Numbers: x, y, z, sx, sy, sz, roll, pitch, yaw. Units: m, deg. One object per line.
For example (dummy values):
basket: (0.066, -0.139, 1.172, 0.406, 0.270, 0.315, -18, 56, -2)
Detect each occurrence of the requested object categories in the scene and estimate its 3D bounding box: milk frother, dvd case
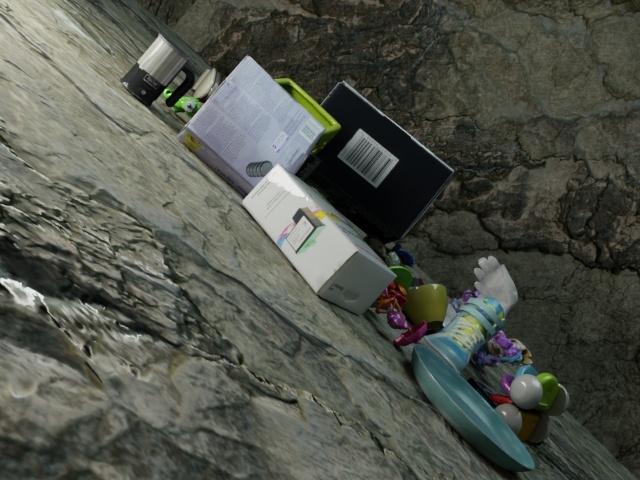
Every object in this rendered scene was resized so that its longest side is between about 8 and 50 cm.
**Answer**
milk frother: (-0.360, -0.376, 1.503, 0.143, 0.135, 0.129, 49, 9, 36)
dvd case: (0.476, 0.443, 1.761, 0.179, 0.029, 0.239, 49, 9, 36)

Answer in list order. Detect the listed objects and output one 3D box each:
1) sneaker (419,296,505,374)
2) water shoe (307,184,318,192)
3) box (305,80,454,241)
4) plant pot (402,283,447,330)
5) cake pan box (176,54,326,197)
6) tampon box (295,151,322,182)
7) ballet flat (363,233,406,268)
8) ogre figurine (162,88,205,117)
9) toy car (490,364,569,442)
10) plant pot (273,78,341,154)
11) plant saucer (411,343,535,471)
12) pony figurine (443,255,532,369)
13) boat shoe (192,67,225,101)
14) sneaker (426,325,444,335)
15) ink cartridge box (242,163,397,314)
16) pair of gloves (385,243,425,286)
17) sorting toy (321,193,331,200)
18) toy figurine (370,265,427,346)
sneaker: (0.355, 0.222, 1.666, 0.127, 0.208, 0.319, 46, 8, 9)
water shoe: (-0.077, -0.143, 2.013, 0.203, 0.073, 0.080, 42, 27, 27)
box: (0.152, -0.244, 2.390, 0.480, 0.297, 0.472, 39, -3, 0)
plant pot: (0.294, 0.192, 1.887, 0.134, 0.134, 0.095, 33, 38, -53)
cake pan box: (-0.142, -0.241, 1.503, 0.246, 0.267, 0.070, 41, -31, -16)
tampon box: (-0.100, -0.179, 1.668, 0.120, 0.161, 0.101, 45, 8, 16)
ballet flat: (0.225, 0.052, 2.406, 0.206, 0.073, 0.067, 39, -28, 20)
ogre figurine: (-0.282, -0.302, 1.659, 0.197, 0.097, 0.118, 52, -9, -31)
toy car: (0.454, 0.362, 1.544, 0.159, 0.182, 0.136, 20, 16, -34)
plant pot: (-0.119, -0.302, 1.923, 0.228, 0.207, 0.227, 45, 32, 11)
plant saucer: (0.285, 0.332, 1.336, 0.317, 0.044, 0.317, 42, 7, -6)
pony figurine: (0.509, 0.265, 2.169, 0.351, 0.303, 0.363, 52, -7, 0)
boat shoe: (-0.357, -0.497, 2.263, 0.097, 0.116, 0.324, 37, 4, -21)
sneaker: (0.340, 0.264, 1.962, 0.089, 0.051, 0.170, 42, 12, -11)
ink cartridge box: (0.000, 0.000, 1.379, 0.278, 0.117, 0.201, 49, 9, 32)
pair of gloves: (0.300, 0.089, 2.444, 0.159, 0.023, 0.198, 21, -39, 55)
sorting toy: (0.000, -0.137, 2.336, 0.042, 0.061, 0.102, 44, -15, 7)
toy figurine: (0.158, 0.147, 1.448, 0.173, 0.130, 0.159, 34, 21, -46)
